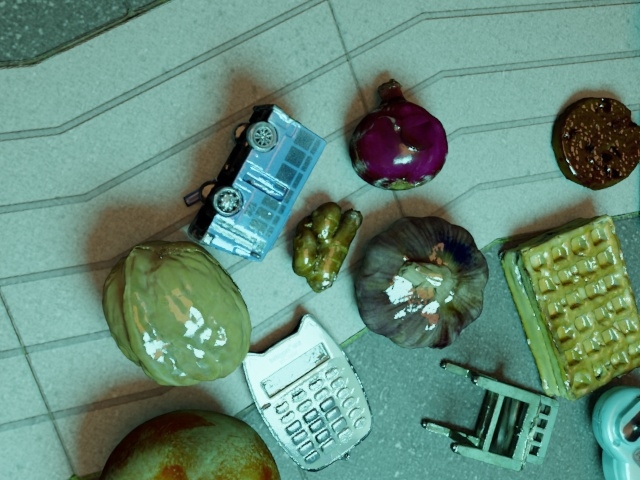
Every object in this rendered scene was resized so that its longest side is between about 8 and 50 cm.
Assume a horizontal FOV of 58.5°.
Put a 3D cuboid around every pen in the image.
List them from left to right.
[{"bbox_3d":[-0.136,-0.114,0.954,0.204,0.025,0.025,-33,98,-12],"label":"pen"}]

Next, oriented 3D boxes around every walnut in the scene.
[{"bbox_3d":[-0.212,0.108,0.847,0.198,0.198,0.245,-32,116,-13],"label":"walnut"}]

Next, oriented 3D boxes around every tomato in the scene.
[{"bbox_3d":[-0.183,0.379,0.841,0.270,0.222,0.270,-1,87,11],"label":"tomato"}]

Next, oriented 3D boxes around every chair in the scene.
[{"bbox_3d":[0.340,0.327,1.020,0.270,0.147,0.136,22,84,-13],"label":"chair"}]

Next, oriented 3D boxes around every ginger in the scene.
[{"bbox_3d":[0.000,0.000,0.969,0.103,0.073,0.162,34,75,-26],"label":"ginger"}]

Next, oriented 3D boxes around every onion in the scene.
[{"bbox_3d":[0.135,-0.186,0.971,0.173,0.135,0.198,-8,90,-18],"label":"onion"}]

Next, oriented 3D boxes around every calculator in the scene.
[{"bbox_3d":[-0.015,0.269,0.978,0.177,0.040,0.268,-30,98,-13],"label":"calculator"}]

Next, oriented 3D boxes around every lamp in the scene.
[{"bbox_3d":[0.632,0.408,1.096,0.209,0.147,0.284,-39,108,-14],"label":"lamp"}]

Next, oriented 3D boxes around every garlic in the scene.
[{"bbox_3d":[0.181,0.072,0.969,0.244,0.160,0.245,0,90,-16],"label":"garlic"}]

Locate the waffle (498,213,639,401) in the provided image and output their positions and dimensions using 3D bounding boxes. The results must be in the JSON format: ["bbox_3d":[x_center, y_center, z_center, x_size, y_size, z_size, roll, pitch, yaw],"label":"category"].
[{"bbox_3d":[0.487,0.128,1.089,0.212,0.091,0.308,-21,94,-14],"label":"waffle"}]

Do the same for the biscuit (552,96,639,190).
[{"bbox_3d":[0.547,-0.191,1.128,0.192,0.049,0.192,0,90,-8],"label":"biscuit"}]

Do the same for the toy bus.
[{"bbox_3d":[-0.101,-0.084,0.898,0.133,0.116,0.234,29,89,-27],"label":"toy bus"}]
